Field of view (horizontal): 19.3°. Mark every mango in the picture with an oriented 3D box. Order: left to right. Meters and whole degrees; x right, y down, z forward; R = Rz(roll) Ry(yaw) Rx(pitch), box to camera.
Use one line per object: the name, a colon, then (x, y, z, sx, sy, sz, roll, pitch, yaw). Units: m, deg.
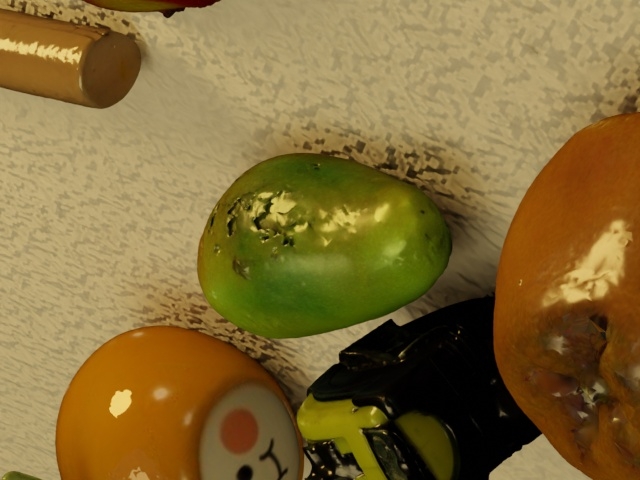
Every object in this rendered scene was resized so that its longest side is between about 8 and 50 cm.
mango: (0.000, 0.000, 1.284, 0.125, 0.111, 0.233, 45, 147, -19)

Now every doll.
doll: (-0.138, 0.190, 1.542, 0.213, 0.236, 0.213, 32, 149, 21)

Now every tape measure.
tape measure: (0.067, 0.111, 1.284, 0.186, 0.199, 0.112, -21, 98, 58)

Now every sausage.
sausage: (-0.262, -0.147, 1.399, 0.301, 0.066, 0.066, 16, 142, 34)

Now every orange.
orange: (0.195, 0.039, 1.050, 0.249, 0.183, 0.249, 27, 128, 41)

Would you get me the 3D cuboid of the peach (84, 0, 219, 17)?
peach: (-0.136, -0.232, 1.167, 0.189, 0.068, 0.279, 20, 144, 23)
